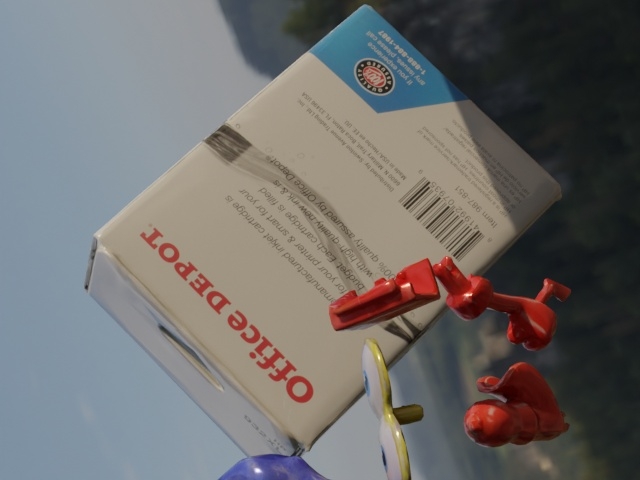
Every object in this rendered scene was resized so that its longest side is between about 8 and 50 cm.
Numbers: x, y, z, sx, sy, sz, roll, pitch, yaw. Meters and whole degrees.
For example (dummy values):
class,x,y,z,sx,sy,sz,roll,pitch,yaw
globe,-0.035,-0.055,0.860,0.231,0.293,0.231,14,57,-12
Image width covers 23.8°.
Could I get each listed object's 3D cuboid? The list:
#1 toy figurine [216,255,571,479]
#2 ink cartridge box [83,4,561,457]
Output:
class,x,y,z,sx,sy,sz,roll,pitch,yaw
toy figurine,0.036,0.209,0.671,0.191,0.217,0.362,-7,-104,-57
ink cartridge box,0.000,0.000,1.198,0.223,0.307,0.129,45,156,6
